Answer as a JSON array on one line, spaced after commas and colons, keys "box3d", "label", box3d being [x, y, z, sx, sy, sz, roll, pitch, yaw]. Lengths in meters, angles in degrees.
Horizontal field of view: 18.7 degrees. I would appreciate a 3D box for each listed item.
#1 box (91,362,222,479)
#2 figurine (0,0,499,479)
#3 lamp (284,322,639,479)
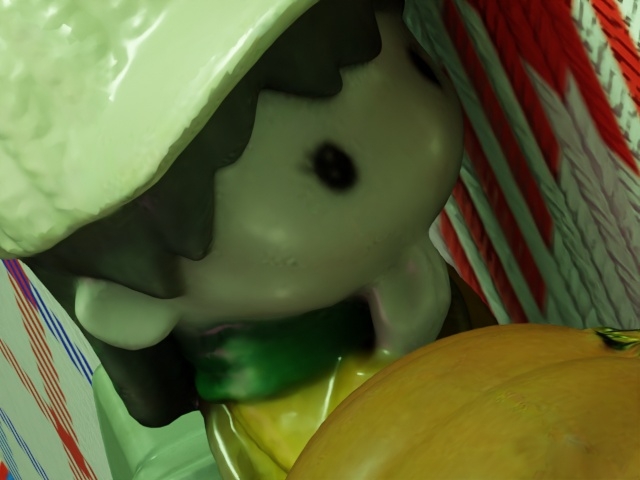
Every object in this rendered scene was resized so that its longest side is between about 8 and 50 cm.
[{"box3d": [-0.031, 0.137, 0.977, 0.129, 0.148, 0.210, 57, 163, 37], "label": "box"}, {"box3d": [-0.023, 0.007, 0.666, 0.204, 0.185, 0.332, 5, 127, 27], "label": "figurine"}, {"box3d": [0.087, 0.111, 0.494, 0.223, 0.196, 0.223, 25, -179, -1], "label": "lamp"}]
